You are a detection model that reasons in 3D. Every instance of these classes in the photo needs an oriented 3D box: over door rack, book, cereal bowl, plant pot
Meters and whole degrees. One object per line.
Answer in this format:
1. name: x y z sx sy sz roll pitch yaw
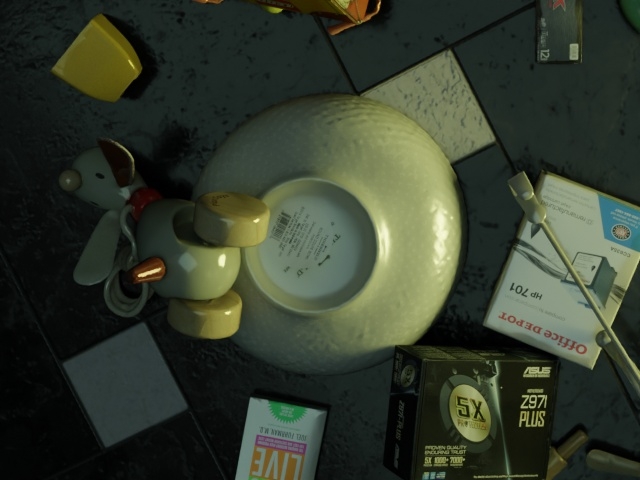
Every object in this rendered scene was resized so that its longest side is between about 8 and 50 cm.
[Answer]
1. over door rack: 0.387 0.016 1.677 0.239 0.108 0.324 -30 86 2
2. book: -0.050 0.266 1.876 0.096 0.035 0.144 10 97 3
3. cereal bowl: 0.000 0.000 1.780 0.339 0.141 0.339 1 98 8
4. plant pot: -0.259 -0.210 1.827 0.083 0.081 0.081 39 101 -8

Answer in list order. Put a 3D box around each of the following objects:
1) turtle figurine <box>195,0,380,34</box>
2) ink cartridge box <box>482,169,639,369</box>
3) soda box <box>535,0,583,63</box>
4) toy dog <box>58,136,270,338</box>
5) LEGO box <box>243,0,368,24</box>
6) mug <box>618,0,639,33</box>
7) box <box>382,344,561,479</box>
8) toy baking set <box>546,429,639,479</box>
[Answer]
1. turtle figurine: -0.058 -0.355 1.771 0.269 0.087 0.217 7 93 16
2. ink cartridge box: 0.284 0.033 1.770 0.139 0.082 0.191 22 97 4
3. soda box: 0.271 -0.285 1.745 0.053 0.060 0.169 2 98 10
4. toy dog: -0.208 -0.006 1.722 0.333 0.161 0.220 5 97 48
5. LEGO box: -0.165 -0.475 1.663 0.500 0.193 0.372 14 89 15
6. mug: 0.388 -0.294 1.706 0.129 0.097 0.158 -35 91 11
7. box: 0.174 0.199 1.768 0.180 0.077 0.147 3 98 -23
8. toy baking set: 0.324 0.325 1.827 0.197 0.030 0.256 41 101 -1
